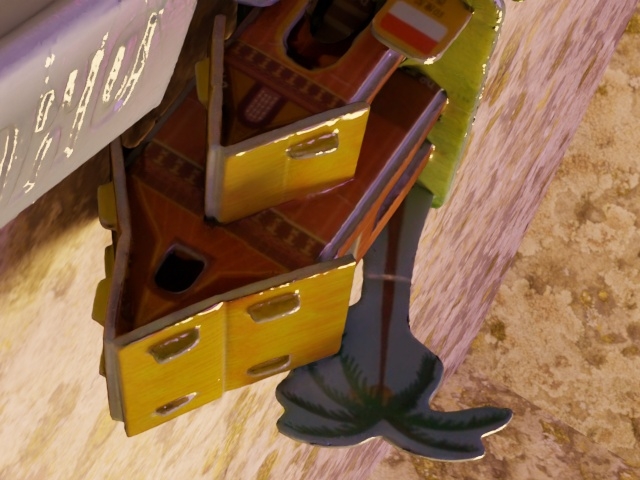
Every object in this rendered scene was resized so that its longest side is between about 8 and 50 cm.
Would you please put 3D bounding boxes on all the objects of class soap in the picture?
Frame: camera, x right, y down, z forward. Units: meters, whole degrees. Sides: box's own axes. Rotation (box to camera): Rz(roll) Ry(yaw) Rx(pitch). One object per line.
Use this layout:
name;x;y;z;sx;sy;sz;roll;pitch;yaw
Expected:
soap;-0.168;-0.084;0.901;0.261;0.094;0.150;-46;162;-45

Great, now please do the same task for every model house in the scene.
model house;0.000;0.000;1.173;0.323;0.340;0.300;-54;169;-24
